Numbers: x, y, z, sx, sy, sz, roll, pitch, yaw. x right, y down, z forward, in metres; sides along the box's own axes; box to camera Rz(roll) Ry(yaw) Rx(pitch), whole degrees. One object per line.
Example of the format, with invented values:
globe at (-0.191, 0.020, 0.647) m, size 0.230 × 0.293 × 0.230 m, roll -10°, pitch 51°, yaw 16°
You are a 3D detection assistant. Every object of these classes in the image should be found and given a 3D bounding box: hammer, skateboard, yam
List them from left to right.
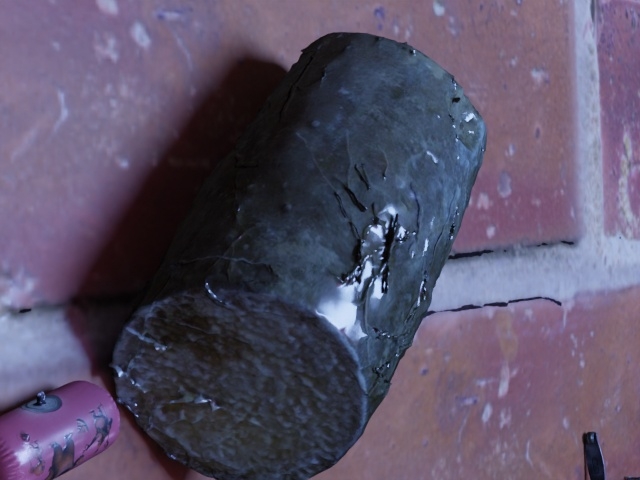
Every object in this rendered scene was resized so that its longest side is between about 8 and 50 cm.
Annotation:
hammer at (-0.132, 0.094, 0.727) m, size 0.083 × 0.043 × 0.043 m, roll -23°, pitch 108°, yaw -50°
yam at (0.000, 0.000, 0.826) m, size 0.154 × 0.154 × 0.254 m, roll 57°, pitch 50°, yaw -36°
skateboard at (0.245, 0.186, 1.255) m, size 0.083 × 0.032 × 0.063 m, roll 0°, pitch 80°, yaw -51°
